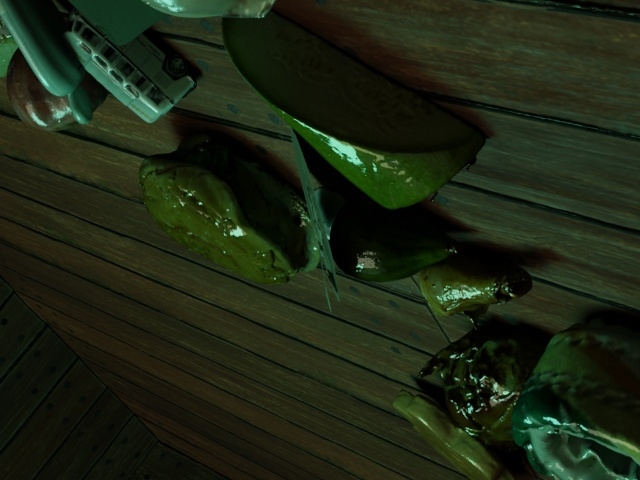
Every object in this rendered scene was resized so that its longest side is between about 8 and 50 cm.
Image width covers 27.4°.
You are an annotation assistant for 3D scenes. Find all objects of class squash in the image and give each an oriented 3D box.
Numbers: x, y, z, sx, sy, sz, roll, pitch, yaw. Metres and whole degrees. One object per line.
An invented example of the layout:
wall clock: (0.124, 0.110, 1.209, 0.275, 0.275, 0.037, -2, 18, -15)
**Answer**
squash: (0.014, -0.160, 1.456, 0.289, 0.111, 0.203, 46, 157, -18)

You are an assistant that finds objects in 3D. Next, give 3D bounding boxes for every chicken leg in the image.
chicken leg: (0.237, 0.227, 1.882, 0.211, 0.140, 0.361, 29, 156, 0)
chicken leg: (0.202, 0.061, 1.653, 0.101, 0.085, 0.207, 48, 160, -18)

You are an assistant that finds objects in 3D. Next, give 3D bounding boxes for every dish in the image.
dish: (0.029, -0.014, 1.848, 0.137, 0.039, 0.091, 46, 158, -18)

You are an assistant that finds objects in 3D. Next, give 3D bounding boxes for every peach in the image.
peach: (-0.389, -0.242, 1.944, 0.152, 0.152, 0.152, 32, 160, 14)

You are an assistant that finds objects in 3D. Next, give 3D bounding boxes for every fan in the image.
fan: (0.001, 0.000, 1.778, 0.415, 0.012, 0.233, 82, 173, -65)

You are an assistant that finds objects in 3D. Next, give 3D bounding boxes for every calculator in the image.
calculator: (-0.383, -0.293, 1.776, 0.295, 0.042, 0.184, 61, -172, -19)

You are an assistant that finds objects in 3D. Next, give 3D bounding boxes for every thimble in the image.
thimble: (0.381, 0.229, 1.593, 0.288, 0.167, 0.254, 21, 155, 35)

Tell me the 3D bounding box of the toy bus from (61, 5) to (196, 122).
toy bus: (-0.264, -0.245, 1.764, 0.194, 0.089, 0.087, 43, 159, -11)

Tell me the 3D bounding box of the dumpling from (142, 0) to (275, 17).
dumpling: (-0.135, -0.309, 1.378, 0.181, 0.155, 0.111, 7, -151, -26)

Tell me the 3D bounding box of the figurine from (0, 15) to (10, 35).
figurine: (-0.495, -0.355, 1.889, 0.178, 0.145, 0.114, 5, 165, -13)

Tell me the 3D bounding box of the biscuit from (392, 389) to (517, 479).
biscuit: (0.242, 0.350, 2.208, 0.275, 0.052, 0.355, 38, 173, 23)

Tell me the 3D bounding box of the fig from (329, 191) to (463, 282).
fig: (0.101, 0.005, 1.683, 0.177, 0.117, 0.117, 13, 152, 21)

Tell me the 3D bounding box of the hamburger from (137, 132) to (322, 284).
hamburger: (-0.138, -0.034, 1.952, 0.284, 0.134, 0.265, 31, 157, 25)

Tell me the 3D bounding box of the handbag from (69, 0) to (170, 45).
handbag: (-0.269, -0.358, 1.539, 0.247, 0.079, 0.260, 43, 159, -17)

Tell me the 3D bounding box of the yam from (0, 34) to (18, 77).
yam: (-0.520, -0.305, 2.055, 0.106, 0.106, 0.259, 48, 159, -26)
